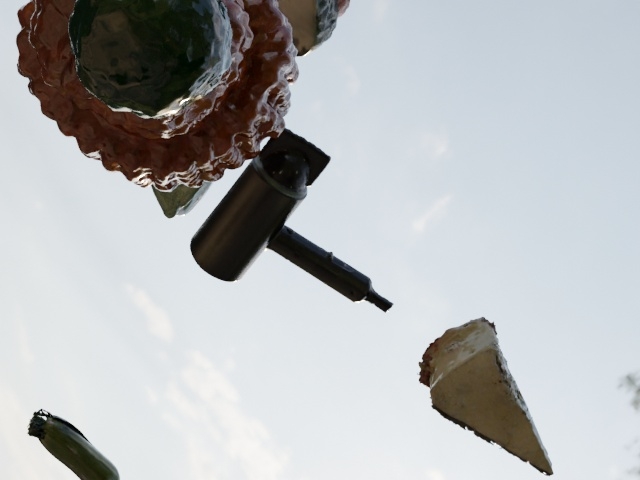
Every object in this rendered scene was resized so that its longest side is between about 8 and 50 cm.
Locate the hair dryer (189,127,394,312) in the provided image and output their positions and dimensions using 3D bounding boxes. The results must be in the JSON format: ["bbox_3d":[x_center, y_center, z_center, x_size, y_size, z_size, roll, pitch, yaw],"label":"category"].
[{"bbox_3d":[0.000,0.000,1.335,0.248,0.078,0.195,32,-62,-16],"label":"hair dryer"}]

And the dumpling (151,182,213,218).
[{"bbox_3d":[-0.183,-0.131,1.522,0.149,0.105,0.216,123,-31,-46],"label":"dumpling"}]

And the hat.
[{"bbox_3d":[-0.181,-0.169,1.056,0.285,0.285,0.400,61,12,-3],"label":"hat"}]

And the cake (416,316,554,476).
[{"bbox_3d":[0.202,0.215,1.430,0.086,0.117,0.220,-99,165,-63],"label":"cake"}]

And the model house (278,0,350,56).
[{"bbox_3d":[-0.023,-0.420,1.492,0.271,0.301,0.190,26,-29,34],"label":"model house"}]

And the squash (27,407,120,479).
[{"bbox_3d":[-0.339,0.299,1.588,0.052,0.052,0.183,16,-32,53],"label":"squash"}]
